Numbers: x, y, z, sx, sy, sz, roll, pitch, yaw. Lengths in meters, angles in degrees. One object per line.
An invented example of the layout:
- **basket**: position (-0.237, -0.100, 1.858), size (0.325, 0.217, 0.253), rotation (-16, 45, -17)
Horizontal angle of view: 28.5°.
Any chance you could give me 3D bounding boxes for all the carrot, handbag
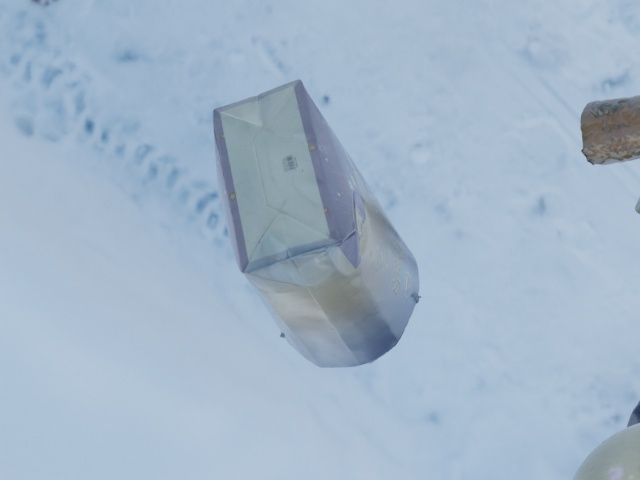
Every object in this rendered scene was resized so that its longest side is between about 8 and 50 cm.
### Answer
- **carrot**: position (0.481, -0.158, 1.696), size (0.263, 0.102, 0.102), rotation (-4, 127, 39)
- **handbag**: position (0.000, 0.000, 0.727), size (0.095, 0.117, 0.173), rotation (-15, 150, 7)

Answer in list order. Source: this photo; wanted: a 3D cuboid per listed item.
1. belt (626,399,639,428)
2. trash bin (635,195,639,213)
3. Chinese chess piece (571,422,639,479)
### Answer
- **belt**: position (0.536, 0.302, 1.961), size (0.122, 0.128, 0.218), rotation (-21, 142, -7)
- **trash bin**: position (0.367, -0.063, 1.307), size (0.043, 0.061, 0.092), rotation (26, 159, 7)
- **Chinese chess piece**: position (0.342, 0.293, 1.148), size (0.273, 0.273, 0.102), rotation (37, 126, -18)
